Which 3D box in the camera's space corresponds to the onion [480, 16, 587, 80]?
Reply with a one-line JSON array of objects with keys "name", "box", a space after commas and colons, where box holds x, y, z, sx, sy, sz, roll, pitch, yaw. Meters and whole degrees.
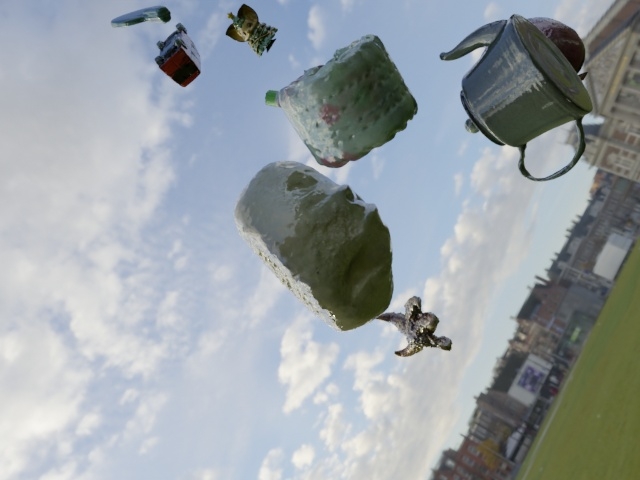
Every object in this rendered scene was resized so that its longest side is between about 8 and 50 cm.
[{"name": "onion", "box": [0.478, -0.460, 1.456, 0.159, 0.349, 0.267, 18, -54, -29]}]

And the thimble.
[{"name": "thimble", "box": [0.045, -0.221, 0.919, 0.149, 0.185, 0.211, 55, -157, -17]}]

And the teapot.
[{"name": "teapot", "box": [0.264, -0.188, 0.796, 0.149, 0.239, 0.162, -38, -2, 36]}]

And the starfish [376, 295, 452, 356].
[{"name": "starfish", "box": [0.226, 0.218, 1.417, 0.071, 0.216, 0.238, -27, -36, -30]}]

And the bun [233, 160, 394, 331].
[{"name": "bun", "box": [0.000, 0.000, 1.100, 0.211, 0.359, 0.360, -44, -29, -11]}]

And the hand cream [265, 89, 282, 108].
[{"name": "hand cream", "box": [-0.034, -0.403, 1.727, 0.079, 0.275, 0.050, -7, -69, -66]}]

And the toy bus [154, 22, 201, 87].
[{"name": "toy bus", "box": [-0.341, -0.451, 1.410, 0.081, 0.195, 0.089, -37, -55, 13]}]

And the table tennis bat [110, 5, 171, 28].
[{"name": "table tennis bat", "box": [-0.381, -0.488, 1.267, 0.124, 0.201, 0.033, -35, -56, -27]}]

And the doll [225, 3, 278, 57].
[{"name": "doll", "box": [-0.145, -0.453, 1.252, 0.078, 0.113, 0.076, -51, -2, 25]}]
